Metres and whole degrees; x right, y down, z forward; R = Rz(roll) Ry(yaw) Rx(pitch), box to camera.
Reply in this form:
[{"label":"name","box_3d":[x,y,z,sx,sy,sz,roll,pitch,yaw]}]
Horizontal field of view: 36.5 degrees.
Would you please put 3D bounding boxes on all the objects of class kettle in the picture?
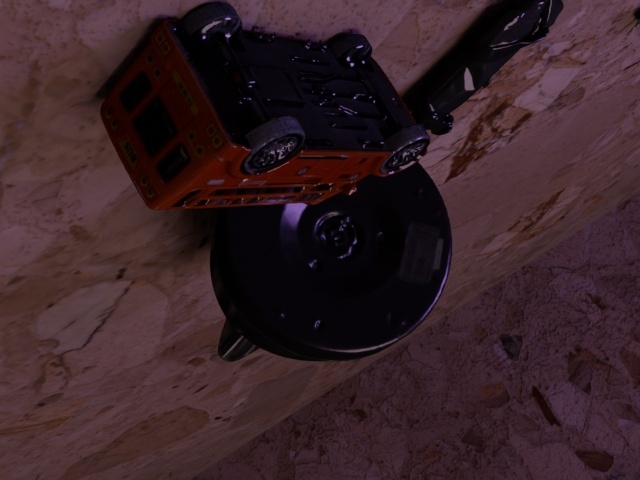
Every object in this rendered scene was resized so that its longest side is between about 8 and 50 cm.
[{"label":"kettle","box_3d":[-0.015,0.005,0.946,0.207,0.250,0.271,8,164,-14]}]

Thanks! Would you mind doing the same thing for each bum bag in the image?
[{"label":"bum bag","box_3d":[0.152,-0.162,0.929,0.087,0.049,0.198,-22,163,-49]}]

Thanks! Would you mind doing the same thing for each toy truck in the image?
[{"label":"toy truck","box_3d":[-0.029,-0.085,0.703,0.114,0.107,0.253,-39,162,29]}]

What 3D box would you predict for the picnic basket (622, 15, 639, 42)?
[{"label":"picnic basket","box_3d":[0.396,-0.248,1.123,0.083,0.065,0.083,-27,146,-54]}]
